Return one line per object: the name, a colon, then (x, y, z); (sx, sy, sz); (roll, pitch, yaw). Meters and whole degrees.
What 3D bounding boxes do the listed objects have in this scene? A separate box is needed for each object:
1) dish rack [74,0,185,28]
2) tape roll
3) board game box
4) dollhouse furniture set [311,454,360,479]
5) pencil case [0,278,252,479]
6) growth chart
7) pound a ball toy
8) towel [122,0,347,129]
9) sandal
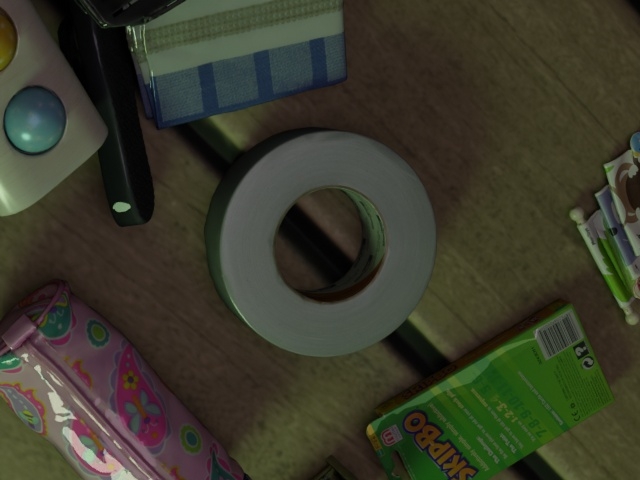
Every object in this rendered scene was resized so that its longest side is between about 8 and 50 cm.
dish rack: (-0.168, -0.308, 1.055); (0.208, 0.074, 0.271); (-43, 103, -28)
tape roll: (0.000, 0.000, 1.338); (0.219, 0.072, 0.219); (-2, 98, -16)
board game box: (0.176, 0.178, 1.437); (0.259, 0.039, 0.124); (-30, 104, -15)
dollhouse furniture set: (0.001, 0.343, 1.368); (0.182, 0.101, 0.161); (-39, 107, -9)
pencil case: (-0.191, 0.170, 1.276); (0.124, 0.124, 0.284); (-42, 106, -8)
growth chart: (0.375, -0.046, 1.478); (0.237, 0.021, 0.172); (-39, 106, -10)
pound a ball toy: (-0.275, -0.206, 1.106); (0.208, 0.136, 0.319); (-44, 126, -25)
towel: (-0.083, -0.244, 1.234); (0.209, 0.034, 0.285); (-15, 129, -10)
sandal: (-0.205, -0.135, 1.249); (0.054, 0.097, 0.254); (-7, 100, 10)
